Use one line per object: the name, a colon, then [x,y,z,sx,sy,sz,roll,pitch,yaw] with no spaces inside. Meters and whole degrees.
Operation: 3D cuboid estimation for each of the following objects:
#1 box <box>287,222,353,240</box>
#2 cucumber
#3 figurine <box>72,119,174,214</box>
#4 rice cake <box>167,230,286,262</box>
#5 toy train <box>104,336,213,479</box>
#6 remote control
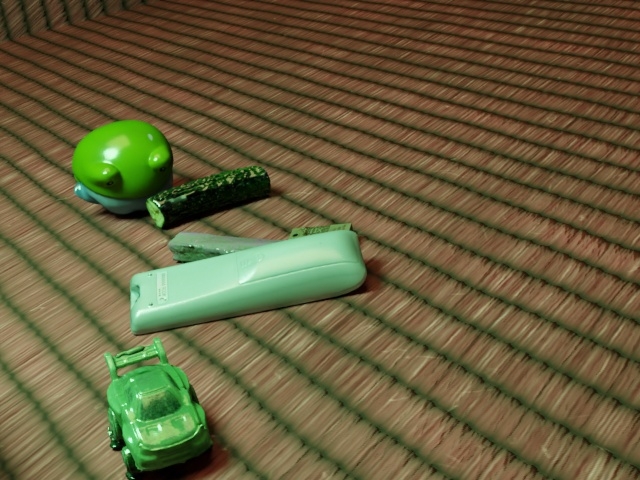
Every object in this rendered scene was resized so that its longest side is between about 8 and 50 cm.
box: [0.000,0.000,1.525,0.083,0.024,0.053,-4,23,11]
cucumber: [-0.169,-0.069,1.728,0.187,0.058,0.058,-18,23,-20]
figurine: [-0.320,-0.119,1.822,0.162,0.143,0.263,-12,11,-18]
rice cake: [-0.112,0.014,1.524,0.207,0.036,0.047,5,40,32]
toy train: [-0.163,0.165,1.123,0.099,0.081,0.149,-16,22,-15]
remote control: [-0.093,0.044,1.408,0.293,0.051,0.103,-13,38,0]
